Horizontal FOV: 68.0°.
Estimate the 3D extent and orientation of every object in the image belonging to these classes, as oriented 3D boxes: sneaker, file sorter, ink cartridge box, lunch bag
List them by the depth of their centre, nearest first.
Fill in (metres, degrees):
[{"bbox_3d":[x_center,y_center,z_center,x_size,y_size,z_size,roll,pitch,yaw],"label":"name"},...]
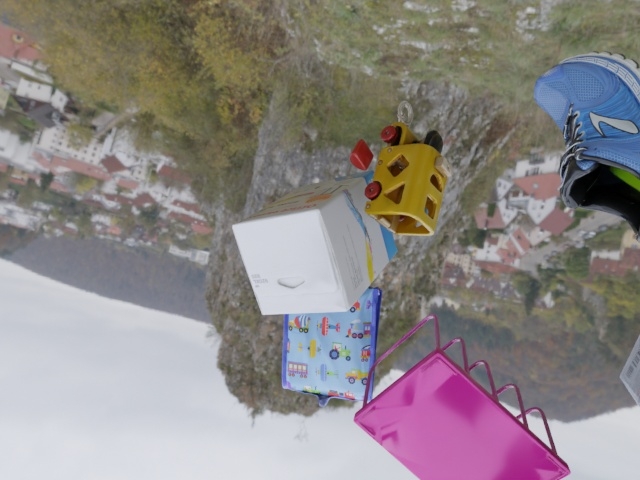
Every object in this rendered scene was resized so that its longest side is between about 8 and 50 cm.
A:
[{"bbox_3d":[0.364,-0.127,0.613,0.147,0.330,0.130,-23,136,6],"label":"sneaker"},{"bbox_3d":[0.000,0.000,0.819,0.171,0.168,0.232,-9,-163,31],"label":"ink cartridge box"},{"bbox_3d":[0.244,0.309,0.858,0.290,0.202,0.182,42,-158,-3],"label":"file sorter"},{"bbox_3d":[0.024,0.250,1.138,0.221,0.293,0.138,4,173,12],"label":"lunch bag"}]

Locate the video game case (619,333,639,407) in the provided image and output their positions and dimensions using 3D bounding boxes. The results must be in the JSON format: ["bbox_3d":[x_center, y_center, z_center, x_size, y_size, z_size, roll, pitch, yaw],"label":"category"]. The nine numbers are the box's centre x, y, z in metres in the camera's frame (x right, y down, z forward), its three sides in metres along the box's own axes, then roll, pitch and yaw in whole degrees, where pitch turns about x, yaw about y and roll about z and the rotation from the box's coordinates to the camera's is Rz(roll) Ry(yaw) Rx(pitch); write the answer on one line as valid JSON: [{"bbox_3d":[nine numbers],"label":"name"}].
[{"bbox_3d":[0.767,0.252,0.996,0.036,0.329,0.300,12,-157,5],"label":"video game case"}]

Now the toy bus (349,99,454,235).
[{"bbox_3d":[0.149,-0.106,0.735,0.104,0.202,0.191,4,-153,43],"label":"toy bus"}]
